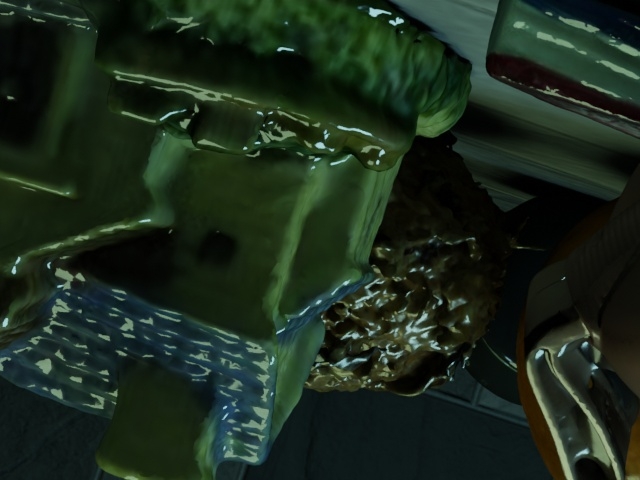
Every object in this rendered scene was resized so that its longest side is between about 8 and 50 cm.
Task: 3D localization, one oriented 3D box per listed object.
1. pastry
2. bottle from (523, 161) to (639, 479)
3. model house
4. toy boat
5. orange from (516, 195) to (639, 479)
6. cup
[{"bbox_3d":[0.000,0.000,1.158,0.274,0.193,0.275,5,-178,0],"label":"pastry"},{"bbox_3d":[0.225,0.065,0.610,0.297,0.206,0.173,33,-144,-14],"label":"bottle"},{"bbox_3d":[-0.117,-0.020,0.910,0.321,0.266,0.261,18,-178,10],"label":"model house"},{"bbox_3d":[0.173,-0.045,0.682,0.228,0.046,0.080,20,175,-2],"label":"toy boat"},{"bbox_3d":[0.254,0.090,1.095,0.283,0.226,0.284,21,174,2],"label":"orange"},{"bbox_3d":[0.210,0.039,1.426,0.223,0.169,0.176,-16,169,0],"label":"cup"}]
